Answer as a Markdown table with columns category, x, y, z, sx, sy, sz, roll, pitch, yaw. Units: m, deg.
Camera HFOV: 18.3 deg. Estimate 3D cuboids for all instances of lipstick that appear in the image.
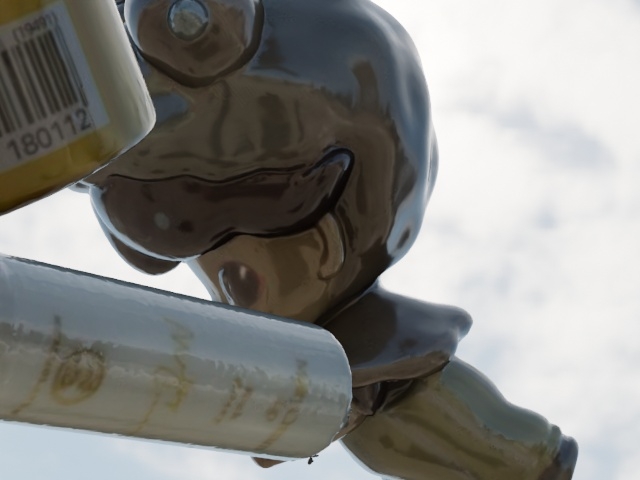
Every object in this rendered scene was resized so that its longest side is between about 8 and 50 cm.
| category | x | y | z | sx | sy | sz | roll | pitch | yaw |
| --- | --- | --- | --- | --- | --- | --- | --- | --- | --- |
| lipstick | -0.088 | 0.038 | 0.693 | 0.059 | 0.059 | 0.264 | -20 | -22 | 33 |

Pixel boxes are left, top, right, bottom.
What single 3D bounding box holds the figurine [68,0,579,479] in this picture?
| category | x | y | z | sx | sy | sz | roll | pitch | yaw |
| --- | --- | --- | --- | --- | --- | --- | --- | --- | --- |
| figurine | 0.000 | 0.001 | 1.109 | 0.380 | 0.203 | 0.248 | 57 | -8 | -5 |

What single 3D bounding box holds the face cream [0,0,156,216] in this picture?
| category | x | y | z | sx | sy | sz | roll | pitch | yaw |
| --- | --- | --- | --- | --- | --- | --- | --- | --- | --- |
| face cream | -0.151 | -0.174 | 0.538 | 0.105 | 0.105 | 0.349 | -13 | -73 | 26 |
